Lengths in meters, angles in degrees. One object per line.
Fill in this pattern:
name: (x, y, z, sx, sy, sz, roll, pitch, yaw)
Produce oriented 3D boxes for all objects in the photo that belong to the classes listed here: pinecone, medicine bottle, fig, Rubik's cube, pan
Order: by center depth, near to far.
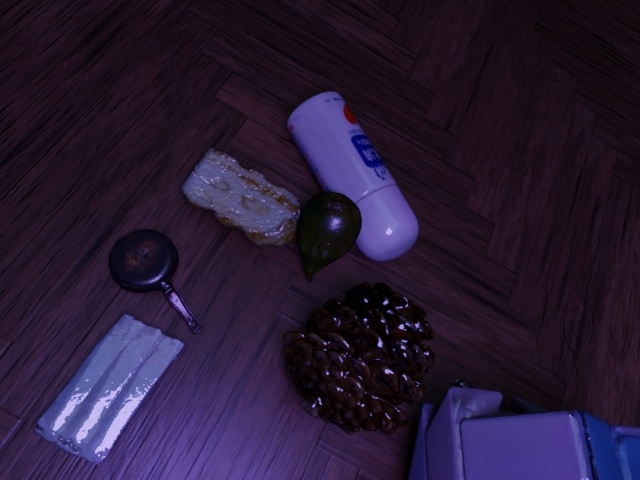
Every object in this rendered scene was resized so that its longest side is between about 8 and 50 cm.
Rubik's cube: (0.294, 0.394, 0.682, 0.358, 0.368, 0.387, 12, 60, -13)
pinecone: (0.073, 0.187, 0.793, 0.272, 0.224, 0.224, -28, 78, -37)
pan: (-0.270, 0.071, 0.835, 0.115, 0.040, 0.212, -37, 81, -21)
fig: (0.000, 0.000, 0.878, 0.117, 0.177, 0.117, 26, 21, -11)
medicine bottle: (0.068, -0.116, 0.961, 0.130, 0.130, 0.341, -24, 77, -24)

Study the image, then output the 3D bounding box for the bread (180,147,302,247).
bread: (-0.144, -0.069, 0.908, 0.232, 0.088, 0.128, 30, 54, 5)

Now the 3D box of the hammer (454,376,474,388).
hammer: (0.337, 0.381, 0.893, 0.125, 0.027, 0.297, -24, 77, -28)

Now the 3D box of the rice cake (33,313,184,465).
rice cake: (-0.318, 0.223, 0.758, 0.124, 0.038, 0.211, 29, 64, -4)
